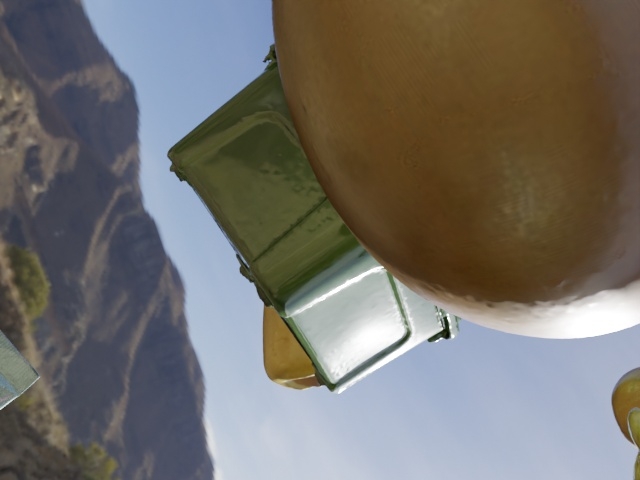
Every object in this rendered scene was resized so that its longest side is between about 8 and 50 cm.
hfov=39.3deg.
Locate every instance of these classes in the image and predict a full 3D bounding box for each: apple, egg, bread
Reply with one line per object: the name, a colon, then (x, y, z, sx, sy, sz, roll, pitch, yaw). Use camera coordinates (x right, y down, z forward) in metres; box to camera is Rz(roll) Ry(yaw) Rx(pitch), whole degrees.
apple: (0.600, 0.302, 1.599, 0.147, 0.146, 0.163, -12, -70, 31)
egg: (0.119, -0.107, 0.552, 0.351, 0.283, 0.282, 55, -16, -8)
bread: (-0.016, 0.107, 1.190, 0.085, 0.134, 0.173, 43, 43, -67)

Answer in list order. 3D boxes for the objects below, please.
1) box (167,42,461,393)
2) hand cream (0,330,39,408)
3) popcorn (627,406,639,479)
box: (0.000, 0.000, 0.891, 0.252, 0.178, 0.328, 50, -6, 30)
hand cream: (-0.368, 0.175, 0.669, 0.109, 0.321, 0.067, 41, -14, 22)
popcorn: (0.579, 0.345, 1.369, 0.266, 0.233, 0.192, 52, 18, 3)
